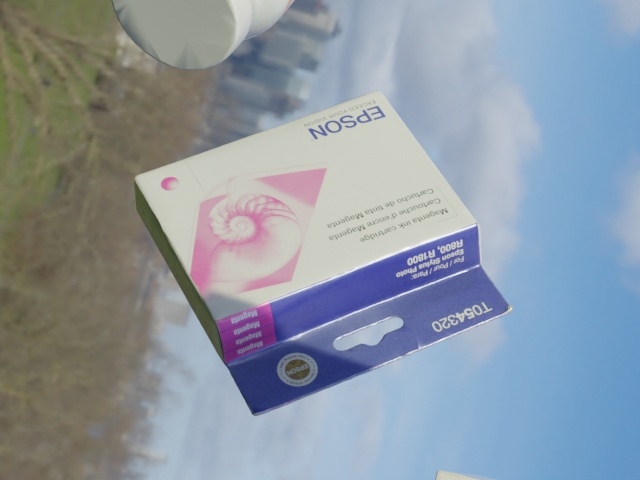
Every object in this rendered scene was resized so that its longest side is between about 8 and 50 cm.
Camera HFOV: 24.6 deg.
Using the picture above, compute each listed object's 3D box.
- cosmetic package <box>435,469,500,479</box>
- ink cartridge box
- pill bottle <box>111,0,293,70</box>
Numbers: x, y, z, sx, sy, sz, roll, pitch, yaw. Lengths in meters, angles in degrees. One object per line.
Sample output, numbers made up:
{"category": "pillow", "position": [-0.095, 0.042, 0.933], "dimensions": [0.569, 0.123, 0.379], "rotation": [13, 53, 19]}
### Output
{"category": "cosmetic package", "position": [0.218, 0.434, 1.970], "dimensions": [0.225, 0.138, 0.224], "rotation": [31, 71, -69]}
{"category": "ink cartridge box", "position": [0.000, 0.000, 1.644], "dimensions": [0.330, 0.324, 0.071], "rotation": [56, -22, 36]}
{"category": "pill bottle", "position": [-0.078, -0.291, 1.413], "dimensions": [0.278, 0.162, 0.162], "rotation": [-58, 172, -44]}
